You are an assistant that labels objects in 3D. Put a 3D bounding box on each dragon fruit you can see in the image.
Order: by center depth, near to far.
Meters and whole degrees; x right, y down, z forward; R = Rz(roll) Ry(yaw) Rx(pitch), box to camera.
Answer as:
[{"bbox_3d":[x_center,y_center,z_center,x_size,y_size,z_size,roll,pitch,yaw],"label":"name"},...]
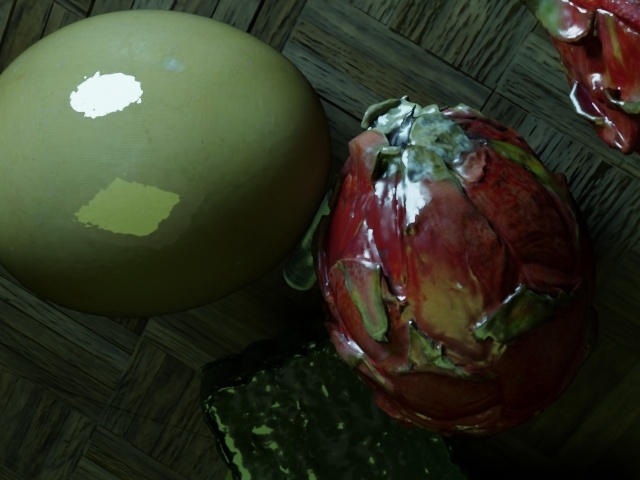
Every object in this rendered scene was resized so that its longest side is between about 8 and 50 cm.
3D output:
[{"bbox_3d":[0.297,-0.094,1.383,0.329,0.228,0.286,20,135,10],"label":"dragon fruit"},{"bbox_3d":[0.131,0.035,1.554,0.277,0.277,0.342,13,136,18],"label":"dragon fruit"}]

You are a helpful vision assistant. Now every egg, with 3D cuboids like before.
[{"bbox_3d":[-0.167,-0.077,1.592,0.374,0.301,0.301,-11,121,21],"label":"egg"}]

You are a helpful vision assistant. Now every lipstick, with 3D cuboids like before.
[{"bbox_3d":[0.000,0.000,1.750,0.040,0.040,0.141,32,135,0],"label":"lipstick"}]

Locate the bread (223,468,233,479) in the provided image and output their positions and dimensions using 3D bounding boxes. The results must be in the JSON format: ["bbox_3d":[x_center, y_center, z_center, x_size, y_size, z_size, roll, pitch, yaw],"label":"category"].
[{"bbox_3d":[-0.027,0.250,1.931,0.138,0.102,0.196,22,129,6],"label":"bread"}]

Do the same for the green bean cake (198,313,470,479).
[{"bbox_3d":[0.016,0.214,1.767,0.241,0.132,0.255,-26,103,-3],"label":"green bean cake"}]
